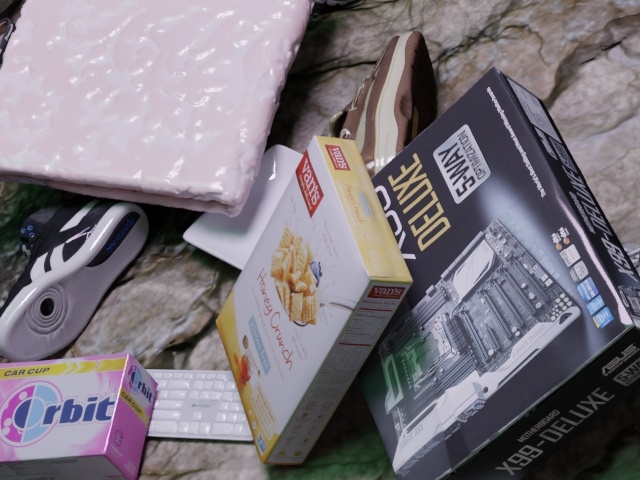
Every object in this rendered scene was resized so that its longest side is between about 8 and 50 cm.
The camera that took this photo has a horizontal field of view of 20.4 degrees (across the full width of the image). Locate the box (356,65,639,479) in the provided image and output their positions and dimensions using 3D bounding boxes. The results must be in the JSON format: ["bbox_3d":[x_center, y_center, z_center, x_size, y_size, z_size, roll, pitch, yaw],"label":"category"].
[{"bbox_3d":[0.132,0.043,1.486,0.242,0.076,0.307,-41,46,22],"label":"box"}]

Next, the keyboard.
[{"bbox_3d":[-0.164,0.153,1.669,0.256,0.014,0.072,-1,48,27],"label":"keyboard"}]

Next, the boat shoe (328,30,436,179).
[{"bbox_3d":[0.053,-0.123,1.749,0.095,0.095,0.257,-8,33,16],"label":"boat shoe"}]

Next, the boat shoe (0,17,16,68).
[{"bbox_3d":[-0.402,-0.215,2.138,0.046,0.038,0.125,15,56,37],"label":"boat shoe"}]

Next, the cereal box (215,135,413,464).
[{"bbox_3d":[-0.011,0.053,1.531,0.047,0.240,0.173,5,42,-27],"label":"cereal box"}]

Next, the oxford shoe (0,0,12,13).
[{"bbox_3d":[-0.553,-0.300,2.247,0.449,0.169,0.130,-16,1,24],"label":"oxford shoe"}]

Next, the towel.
[{"bbox_3d":[-0.183,-0.183,1.873,0.317,0.053,0.331,7,60,17],"label":"towel"}]

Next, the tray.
[{"bbox_3d":[0.000,0.000,1.723,0.145,0.030,0.270,-45,44,-20],"label":"tray"}]

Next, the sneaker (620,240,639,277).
[{"bbox_3d":[0.273,0.031,1.486,0.281,0.115,0.105,16,57,38],"label":"sneaker"}]

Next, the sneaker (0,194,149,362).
[{"bbox_3d":[-0.280,0.037,1.805,0.121,0.079,0.217,11,46,39],"label":"sneaker"}]

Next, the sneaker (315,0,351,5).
[{"bbox_3d":[-0.019,-0.321,1.969,0.166,0.076,0.065,27,59,-6],"label":"sneaker"}]

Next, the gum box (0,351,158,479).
[{"bbox_3d":[-0.255,0.171,1.651,0.188,0.062,0.107,-7,53,23],"label":"gum box"}]
